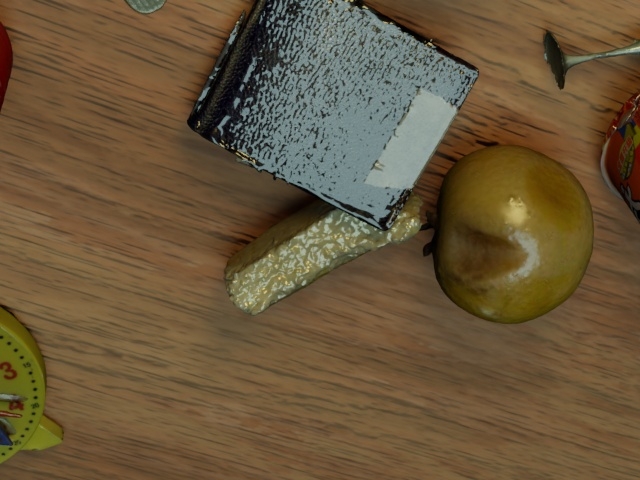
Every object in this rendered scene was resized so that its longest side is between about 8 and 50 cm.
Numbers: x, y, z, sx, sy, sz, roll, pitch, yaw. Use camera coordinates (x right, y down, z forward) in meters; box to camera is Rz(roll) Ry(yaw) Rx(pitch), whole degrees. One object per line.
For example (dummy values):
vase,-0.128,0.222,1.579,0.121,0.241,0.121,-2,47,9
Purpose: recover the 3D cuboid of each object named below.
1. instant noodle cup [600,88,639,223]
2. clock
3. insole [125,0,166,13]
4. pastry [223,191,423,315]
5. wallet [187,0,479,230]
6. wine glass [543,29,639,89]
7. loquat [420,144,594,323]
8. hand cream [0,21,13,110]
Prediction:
instant noodle cup,0.468,-0.062,1.686,0.250,0.192,0.250,-8,135,-7
clock,-0.477,0.191,1.811,0.277,0.071,0.293,-25,120,7
insole,-0.229,-0.321,1.578,0.064,0.004,0.188,-30,120,11
pastry,-0.001,0.004,1.734,0.258,0.121,0.089,-31,115,11
wallet,0.012,-0.161,1.632,0.262,0.071,0.221,29,104,-2
wine glass,0.392,-0.227,1.684,0.262,0.074,0.074,-10,121,-4
loquat,0.217,-0.006,1.715,0.213,0.213,0.213,-3,121,-6
hand cream,-0.427,-0.169,1.546,0.193,0.125,0.193,2,136,2
